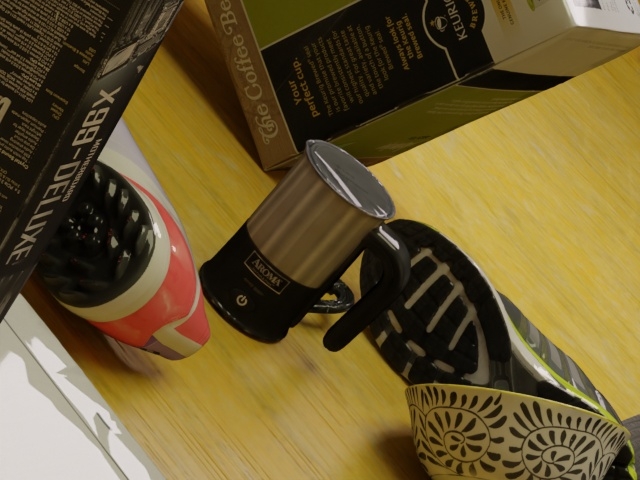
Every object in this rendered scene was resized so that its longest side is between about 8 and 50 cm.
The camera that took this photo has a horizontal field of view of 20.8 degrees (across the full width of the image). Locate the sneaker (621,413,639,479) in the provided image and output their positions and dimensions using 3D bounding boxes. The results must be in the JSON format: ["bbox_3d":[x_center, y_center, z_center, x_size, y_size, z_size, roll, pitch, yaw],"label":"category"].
[{"bbox_3d":[0.305,0.250,1.463,0.281,0.105,0.115,-108,177,-58],"label":"sneaker"}]

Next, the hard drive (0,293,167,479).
[{"bbox_3d":[-0.215,0.122,0.860,0.233,0.047,0.353,49,24,19],"label":"hard drive"}]

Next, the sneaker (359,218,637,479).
[{"bbox_3d":[0.146,0.105,1.444,0.300,0.111,0.121,51,13,7],"label":"sneaker"}]

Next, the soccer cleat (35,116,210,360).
[{"bbox_3d":[-0.167,-0.044,1.207,0.116,0.109,0.318,51,5,-49],"label":"soccer cleat"}]

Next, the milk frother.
[{"bbox_3d":[0.000,0.000,1.327,0.129,0.134,0.143,36,22,-15],"label":"milk frother"}]

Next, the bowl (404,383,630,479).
[{"bbox_3d":[0.138,0.165,1.284,0.170,0.080,0.170,12,-13,3],"label":"bowl"}]

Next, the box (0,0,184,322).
[{"bbox_3d":[-0.254,-0.123,0.926,0.307,0.242,0.076,33,18,6],"label":"box"}]

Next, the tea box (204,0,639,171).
[{"bbox_3d":[0.071,-0.270,1.575,0.220,0.324,0.329,-6,76,-62],"label":"tea box"}]
